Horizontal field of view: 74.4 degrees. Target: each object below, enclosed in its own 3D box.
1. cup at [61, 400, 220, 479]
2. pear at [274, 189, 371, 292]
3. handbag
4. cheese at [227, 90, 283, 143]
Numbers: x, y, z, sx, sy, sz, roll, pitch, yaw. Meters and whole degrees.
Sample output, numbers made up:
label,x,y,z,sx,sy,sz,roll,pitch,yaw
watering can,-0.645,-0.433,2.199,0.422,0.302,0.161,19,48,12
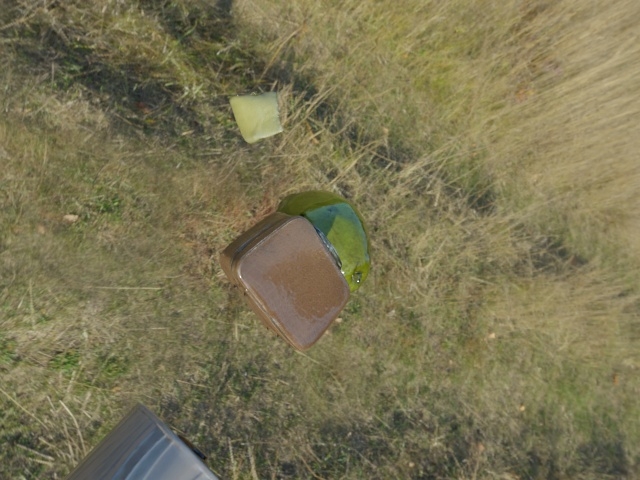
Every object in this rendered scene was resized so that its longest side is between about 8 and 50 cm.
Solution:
label,x,y,z,sx,sy,sz,roll,pitch,yaw
cup,-0.228,0.398,0.521,0.273,0.208,0.288,-44,101,-32
pear,0.000,0.000,0.905,0.212,0.269,0.212,-22,136,-23
handbag,-0.042,0.057,0.629,0.151,0.072,0.193,-42,120,-22
cheese,-0.075,-0.141,0.478,0.041,0.084,0.060,-23,108,-29
